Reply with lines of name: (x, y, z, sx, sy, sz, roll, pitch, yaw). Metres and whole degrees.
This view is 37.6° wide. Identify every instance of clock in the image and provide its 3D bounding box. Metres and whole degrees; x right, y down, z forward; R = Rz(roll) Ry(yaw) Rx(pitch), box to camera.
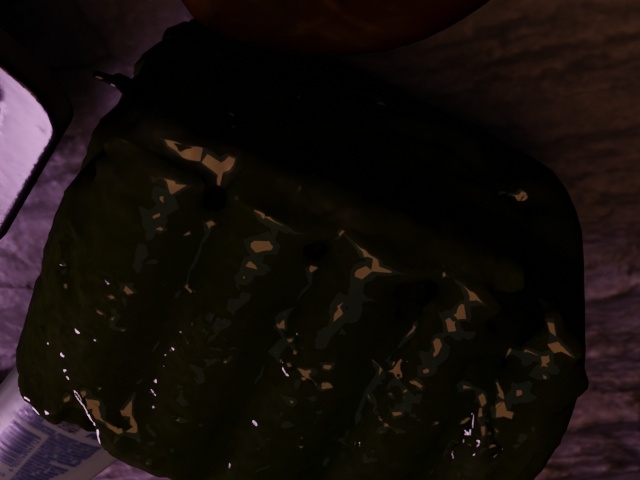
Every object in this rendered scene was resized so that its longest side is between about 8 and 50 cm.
clock: (-0.321, -0.117, 0.667, 0.273, 0.049, 0.279, 40, 145, -9)

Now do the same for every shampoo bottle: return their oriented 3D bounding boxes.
shampoo bottle: (-0.197, 0.124, 0.855, 0.134, 0.078, 0.359, 35, 120, -17)

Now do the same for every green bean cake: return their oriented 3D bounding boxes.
green bean cake: (0.000, 0.000, 0.609, 0.335, 0.319, 0.218, 24, 119, -11)

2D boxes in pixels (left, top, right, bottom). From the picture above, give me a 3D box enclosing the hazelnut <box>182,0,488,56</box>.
hazelnut: (0.012, -0.209, 0.539, 0.217, 0.217, 0.251, 43, 130, -17)
